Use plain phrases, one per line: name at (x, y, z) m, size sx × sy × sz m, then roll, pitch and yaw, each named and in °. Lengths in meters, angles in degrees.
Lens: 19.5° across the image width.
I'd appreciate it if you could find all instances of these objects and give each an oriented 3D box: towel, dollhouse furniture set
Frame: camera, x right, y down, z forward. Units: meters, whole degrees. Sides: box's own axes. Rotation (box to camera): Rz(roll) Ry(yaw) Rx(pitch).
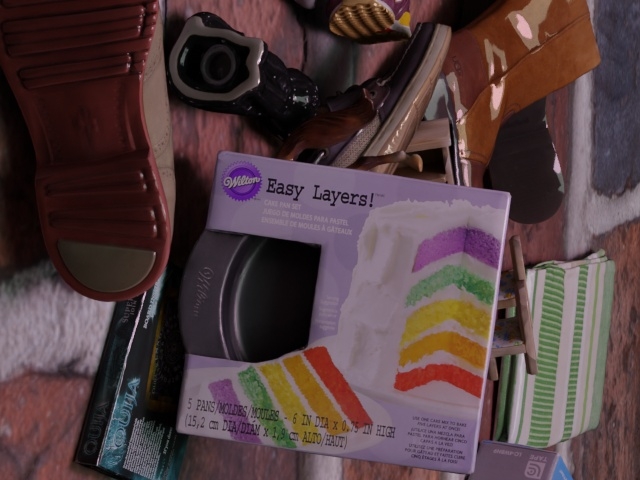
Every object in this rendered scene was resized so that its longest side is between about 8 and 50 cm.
towel at (0.301, 0.140, 2.373) m, size 0.325 × 0.038 × 0.247 m, roll -6°, pitch 102°, yaw -63°
dollhouse furniture set at (0.087, 0.016, 1.794) m, size 0.242 × 0.212 × 0.161 m, roll -89°, pitch 169°, yaw -57°

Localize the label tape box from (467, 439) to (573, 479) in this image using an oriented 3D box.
label tape box at (0.218, 0.449, 2.203) m, size 0.347 × 0.115 × 0.249 m, roll -65°, pitch 145°, yaw -26°

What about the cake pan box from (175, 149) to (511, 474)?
cake pan box at (0.014, 0.060, 1.574) m, size 0.070 × 0.267 × 0.245 m, roll 105°, pitch -5°, yaw -85°

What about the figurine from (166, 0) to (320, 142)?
figurine at (-0.044, -0.201, 1.648) m, size 0.209 × 0.092 × 0.214 m, roll 24°, pitch 73°, yaw -68°

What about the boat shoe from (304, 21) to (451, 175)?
boat shoe at (0.036, -0.102, 1.762) m, size 0.285 × 0.092 × 0.103 m, roll -61°, pitch 172°, yaw -20°

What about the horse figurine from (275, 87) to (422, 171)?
horse figurine at (0.000, 0.000, 1.649) m, size 0.066 × 0.174 × 0.263 m, roll 38°, pitch 54°, yaw -77°

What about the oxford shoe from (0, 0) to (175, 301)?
oxford shoe at (-0.175, -0.135, 1.417) m, size 0.130 × 0.123 × 0.348 m, roll -75°, pitch 163°, yaw -78°

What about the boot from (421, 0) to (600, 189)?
boot at (0.199, -0.136, 2.017) m, size 0.280 × 0.096 × 0.264 m, roll -37°, pitch 116°, yaw -31°

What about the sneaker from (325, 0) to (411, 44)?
sneaker at (0.044, -0.241, 1.793) m, size 0.185 × 0.070 × 0.084 m, roll 19°, pitch 65°, yaw -79°

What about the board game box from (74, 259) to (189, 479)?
board game box at (-0.142, 0.114, 1.575) m, size 0.126 × 0.026 × 0.186 m, roll 37°, pitch 63°, yaw -57°

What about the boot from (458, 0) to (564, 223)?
boot at (0.212, -0.177, 2.122) m, size 0.115 × 0.112 × 0.305 m, roll -95°, pitch 178°, yaw -76°
